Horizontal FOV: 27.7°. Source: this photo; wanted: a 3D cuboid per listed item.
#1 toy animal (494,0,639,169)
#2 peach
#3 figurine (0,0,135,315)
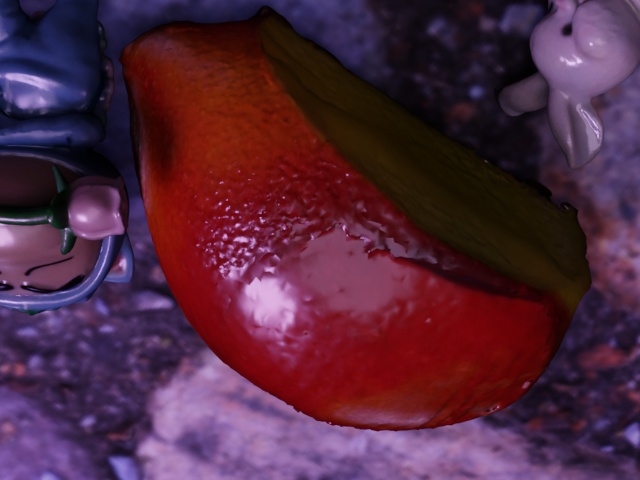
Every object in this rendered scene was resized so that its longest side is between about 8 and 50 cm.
[{"bbox_3d":[0.148,-0.110,0.665,0.124,0.071,0.085,-34,134,1],"label":"toy animal"},{"bbox_3d":[0.003,0.004,0.658,0.267,0.154,0.159,32,110,-21],"label":"peach"},{"bbox_3d":[-0.143,-0.044,0.631,0.114,0.144,0.178,2,104,-11],"label":"figurine"}]
